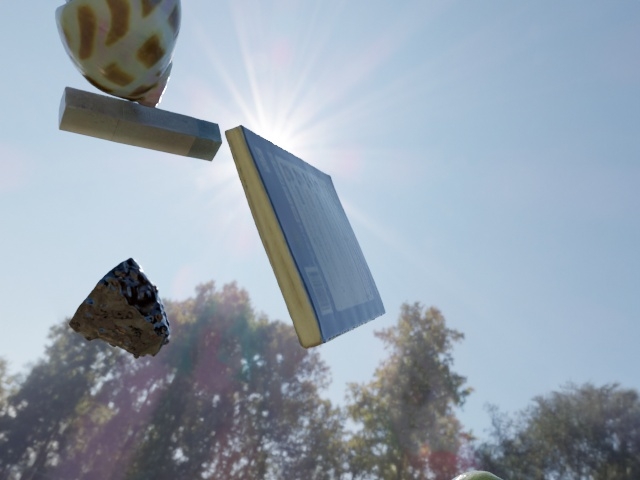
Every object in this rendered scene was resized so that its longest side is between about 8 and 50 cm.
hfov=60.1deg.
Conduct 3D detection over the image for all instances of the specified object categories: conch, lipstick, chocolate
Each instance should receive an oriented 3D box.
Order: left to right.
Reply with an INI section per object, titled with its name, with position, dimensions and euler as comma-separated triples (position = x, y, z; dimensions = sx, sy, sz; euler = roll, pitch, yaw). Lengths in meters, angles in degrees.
[conch]
position = -0.369, -0.409, 0.969
dimensions = 0.249, 0.197, 0.368
euler = 2, -68, 28
[chocolate]
position = -0.295, 0.125, 0.873
dimensions = 0.133, 0.156, 0.156
euler = 40, -34, 1
[lipstick]
position = -0.364, -0.236, 1.144
dimensions = 0.317, 0.066, 0.068
euler = 8, -40, -34

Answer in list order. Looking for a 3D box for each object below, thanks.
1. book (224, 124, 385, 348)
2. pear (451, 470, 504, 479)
[book]
position = 0.000, 0.000, 0.876
dimensions = 0.039, 0.300, 0.428
euler = -24, -10, 14
[pear]
position = 0.321, 0.571, 1.100
dimensions = 0.197, 0.197, 0.197
euler = 14, -33, 10
